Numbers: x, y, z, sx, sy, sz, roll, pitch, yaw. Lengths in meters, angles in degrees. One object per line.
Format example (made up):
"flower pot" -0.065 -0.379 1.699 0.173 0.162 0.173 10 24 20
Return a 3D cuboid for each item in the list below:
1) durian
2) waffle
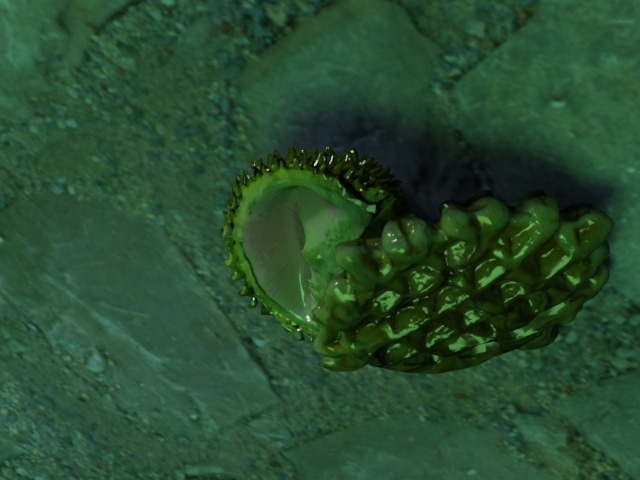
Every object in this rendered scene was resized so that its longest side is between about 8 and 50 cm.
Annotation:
"durian" 0.002 -0.007 1.352 0.137 0.095 0.221 36 140 15
"waffle" 0.106 0.038 1.300 0.223 0.054 0.204 -7 145 -12
